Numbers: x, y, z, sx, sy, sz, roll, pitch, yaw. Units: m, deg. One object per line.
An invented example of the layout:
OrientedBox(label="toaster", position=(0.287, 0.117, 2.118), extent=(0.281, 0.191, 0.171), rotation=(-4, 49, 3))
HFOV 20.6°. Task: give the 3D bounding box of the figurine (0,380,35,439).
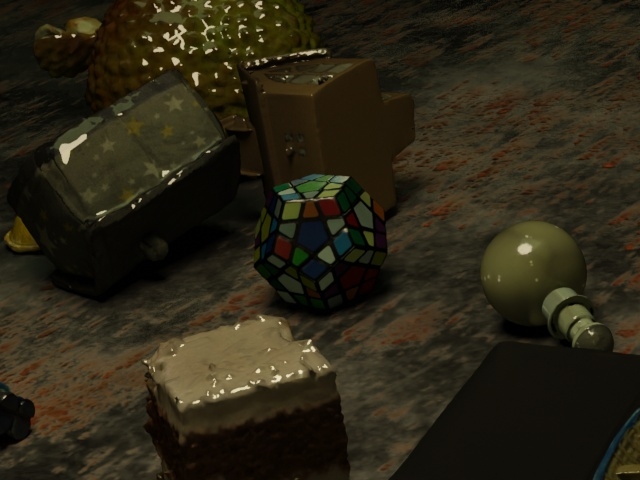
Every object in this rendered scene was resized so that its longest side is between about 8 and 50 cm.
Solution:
OrientedBox(label="figurine", position=(-0.308, 0.130, 1.534), extent=(0.136, 0.079, 0.077), rotation=(-1, -19, 37))

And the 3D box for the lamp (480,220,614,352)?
OrientedBox(label="lamp", position=(0.197, 0.051, 1.474), extent=(0.091, 0.091, 0.163), rotation=(-17, 38, -14))

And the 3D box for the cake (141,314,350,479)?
OrientedBox(label="cake", position=(-0.056, 0.144, 1.252), extent=(0.134, 0.147, 0.135), rotation=(-17, 23, -13))

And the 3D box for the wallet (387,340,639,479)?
OrientedBox(label="wallet", position=(0.152, 0.146, 1.288), extent=(0.149, 0.044, 0.250), rotation=(3, 24, 25))

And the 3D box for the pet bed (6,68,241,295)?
OrientedBox(label="pet bed", position=(-0.192, -0.051, 1.819), extent=(0.211, 0.159, 0.183), rotation=(-33, -5, -29))

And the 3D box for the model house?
OrientedBox(label="model house", position=(-0.041, -0.112, 1.872), extent=(0.248, 0.181, 0.176), rotation=(8, 27, 39))

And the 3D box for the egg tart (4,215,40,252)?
OrientedBox(label="egg tart", position=(-0.307, -0.019, 1.978), extent=(0.105, 0.039, 0.105), rotation=(-9, 19, 3))

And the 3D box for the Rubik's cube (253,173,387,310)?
OrientedBox(label="Rubik's cube", position=(0.000, 0.000, 1.650), extent=(0.133, 0.133, 0.112), rotation=(-8, -7, 9))

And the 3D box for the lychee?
OrientedBox(label="lychee", position=(-0.151, -0.200, 2.059), extent=(0.320, 0.270, 0.270), rotation=(-14, 14, 41))

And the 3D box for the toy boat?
OrientedBox(label="toy boat", position=(0.219, 0.174, 1.168), extent=(0.080, 0.046, 0.229), rotation=(-3, 23, 21))
